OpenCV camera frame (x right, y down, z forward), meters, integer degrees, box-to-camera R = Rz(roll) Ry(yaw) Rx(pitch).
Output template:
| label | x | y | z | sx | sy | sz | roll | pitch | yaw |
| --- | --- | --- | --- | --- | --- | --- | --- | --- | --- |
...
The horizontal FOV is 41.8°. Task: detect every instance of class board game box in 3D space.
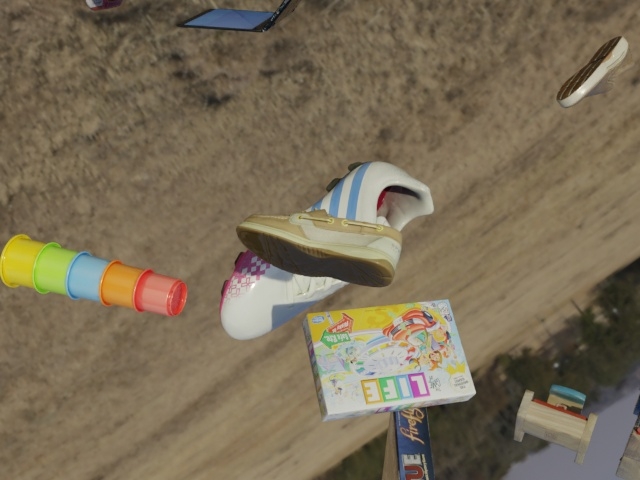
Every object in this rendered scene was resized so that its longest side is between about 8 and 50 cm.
| label | x | y | z | sx | sy | sz | roll | pitch | yaw |
| --- | --- | --- | --- | --- | --- | --- | --- | --- | --- |
| board game box | 0.067 | 0.117 | 0.832 | 0.154 | 0.103 | 0.026 | -5 | 153 | -17 |
| board game box | 0.101 | 0.332 | 1.013 | 0.042 | 0.165 | 0.243 | 2 | 125 | -1 |

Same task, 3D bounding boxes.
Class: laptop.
| label | x | y | z | sx | sy | sz | roll | pitch | yaw |
| --- | --- | --- | --- | --- | --- | --- | --- | --- | --- |
| laptop | -0.106 | -0.471 | 1.545 | 0.264 | 0.136 | 0.234 | -48 | -171 | 23 |

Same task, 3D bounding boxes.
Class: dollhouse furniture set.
| label | x | y | z | sx | sy | sz | roll | pitch | yaw |
| --- | --- | --- | --- | --- | --- | --- | --- | --- | --- |
| dollhouse furniture set | 0.332 | 0.179 | 0.955 | 0.129 | 0.184 | 0.129 | -61 | 157 | -29 |

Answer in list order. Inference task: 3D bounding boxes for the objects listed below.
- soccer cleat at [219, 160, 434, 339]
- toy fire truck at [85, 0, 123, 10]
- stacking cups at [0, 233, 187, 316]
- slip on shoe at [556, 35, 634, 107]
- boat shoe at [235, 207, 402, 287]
| label | x | y | z | sx | sy | sz | roll | pitch | yaw |
| --- | --- | --- | --- | --- | --- | --- | --- | --- | --- |
| soccer cleat | 0.013 | 0.014 | 1.093 | 0.331 | 0.143 | 0.116 | -44 | 133 | -21 |
| toy fire truck | -0.339 | -0.520 | 1.304 | 0.169 | 0.302 | 0.254 | -30 | -155 | -37 |
| stacking cups | -0.378 | 0.058 | 1.410 | 0.096 | 0.316 | 0.096 | 9 | 90 | -75 |
| slip on shoe | 0.330 | -0.192 | 0.995 | 0.135 | 0.041 | 0.051 | -45 | -164 | -32 |
| boat shoe | 0.000 | 0.000 | 0.649 | 0.045 | 0.135 | 0.050 | -62 | 154 | -30 |
